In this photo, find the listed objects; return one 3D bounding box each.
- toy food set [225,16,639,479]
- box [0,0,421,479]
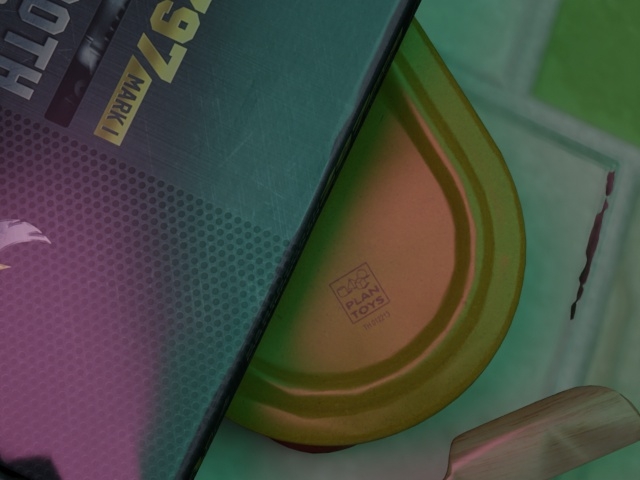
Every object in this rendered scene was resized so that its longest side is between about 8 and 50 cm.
[{"bbox_3d":[0.000,0.000,0.636,0.128,0.071,0.218,-30,84,0],"label":"toy food set"},{"bbox_3d":[-0.082,-0.048,0.572,0.183,0.059,0.233,26,81,3],"label":"box"}]
